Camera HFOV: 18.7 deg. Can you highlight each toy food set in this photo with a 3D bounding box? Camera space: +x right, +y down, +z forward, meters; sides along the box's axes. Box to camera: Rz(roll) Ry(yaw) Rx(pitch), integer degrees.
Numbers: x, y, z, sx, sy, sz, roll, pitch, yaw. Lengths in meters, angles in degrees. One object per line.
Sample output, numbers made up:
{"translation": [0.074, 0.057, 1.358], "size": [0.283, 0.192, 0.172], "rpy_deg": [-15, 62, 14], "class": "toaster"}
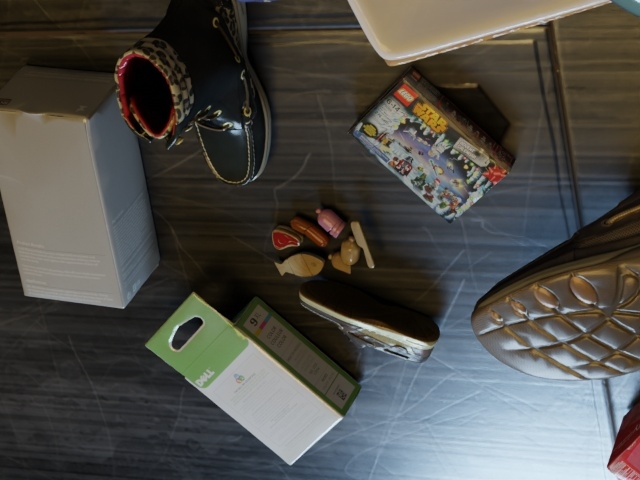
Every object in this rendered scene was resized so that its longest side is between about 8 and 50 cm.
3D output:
{"translation": [0.000, 0.000, 1.985], "size": [0.122, 0.019, 0.078], "rpy_deg": [0, 123, 34], "class": "toy food set"}

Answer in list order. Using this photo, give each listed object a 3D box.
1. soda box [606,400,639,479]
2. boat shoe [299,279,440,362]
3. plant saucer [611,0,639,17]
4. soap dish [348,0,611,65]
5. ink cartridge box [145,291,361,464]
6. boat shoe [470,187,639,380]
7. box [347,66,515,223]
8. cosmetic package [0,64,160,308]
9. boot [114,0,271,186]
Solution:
{"translation": [0.385, 0.147, 1.863], "size": [0.083, 0.092, 0.263], "rpy_deg": [35, 130, -3], "class": "soda box"}
{"translation": [0.046, 0.088, 2.001], "size": [0.152, 0.056, 0.049], "rpy_deg": [22, 125, 9], "class": "boat shoe"}
{"translation": [0.327, -0.307, 1.507], "size": [0.317, 0.044, 0.317], "rpy_deg": [-1, 113, -2], "class": "plant saucer"}
{"translation": [0.139, -0.290, 1.645], "size": [0.291, 0.118, 0.229], "rpy_deg": [-14, 117, 31], "class": "soap dish"}
{"translation": [-0.071, 0.134, 2.084], "size": [0.209, 0.062, 0.109], "rpy_deg": [40, 130, -6], "class": "ink cartridge box"}
{"translation": [0.308, 0.026, 1.790], "size": [0.355, 0.130, 0.132], "rpy_deg": [-19, 117, 28], "class": "boat shoe"}
{"translation": [0.106, -0.090, 1.863], "size": [0.137, 0.027, 0.094], "rpy_deg": [41, 129, -7], "class": "box"}
{"translation": [-0.255, -0.055, 2.009], "size": [0.127, 0.107, 0.238], "rpy_deg": [8, 124, 20], "class": "cosmetic package"}
{"translation": [-0.123, -0.124, 1.845], "size": [0.085, 0.178, 0.236], "rpy_deg": [6, 125, 21], "class": "boot"}
